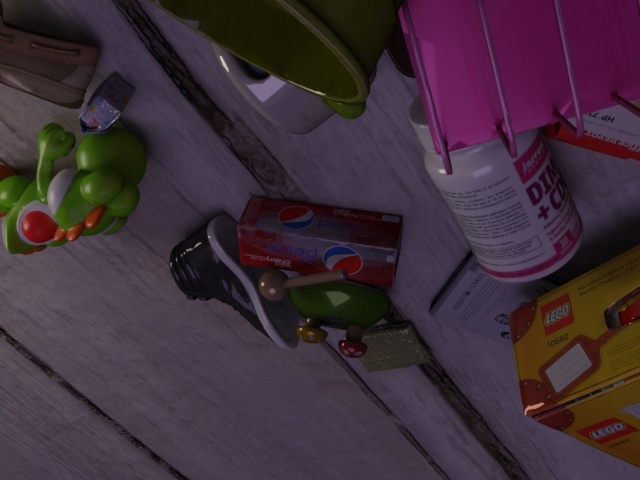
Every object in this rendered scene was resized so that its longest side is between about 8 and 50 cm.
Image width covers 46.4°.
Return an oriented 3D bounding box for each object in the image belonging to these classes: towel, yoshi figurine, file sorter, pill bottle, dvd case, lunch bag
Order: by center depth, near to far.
[{"bbox_3d":[0.241,-0.204,0.779,0.291,0.182,0.202,-15,109,11],"label":"file sorter"},{"bbox_3d":[0.241,-0.090,1.030,0.160,0.160,0.283,-17,125,29],"label":"pill bottle"},{"bbox_3d":[-0.332,-0.205,1.150,0.083,0.071,0.053,-31,122,33],"label":"lunch bag"},{"bbox_3d":[-0.410,-0.090,1.247,0.362,0.203,0.203,-7,90,39],"label":"yoshi figurine"},{"bbox_3d":[0.332,0.111,1.282,0.239,0.029,0.179,23,134,-5],"label":"dvd case"},{"bbox_3d":[0.127,0.205,1.429,0.148,0.027,0.110,-16,125,29],"label":"towel"}]

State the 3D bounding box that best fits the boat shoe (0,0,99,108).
[{"bbox_3d":[-0.480,-0.293,1.033,0.341,0.121,0.110,18,103,-37],"label":"boat shoe"}]

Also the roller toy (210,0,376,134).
[{"bbox_3d":[-0.038,-0.238,0.940,0.146,0.209,0.191,-36,122,21],"label":"roller toy"}]

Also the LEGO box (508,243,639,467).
[{"bbox_3d":[0.594,0.143,1.074,0.372,0.193,0.500,28,134,-29],"label":"LEGO box"}]

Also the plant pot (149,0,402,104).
[{"bbox_3d":[-0.025,-0.368,0.666,0.366,0.366,0.353,31,90,-13],"label":"plant pot"}]

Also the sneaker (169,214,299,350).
[{"bbox_3d":[-0.157,0.092,1.360,0.147,0.104,0.295,-18,119,31],"label":"sneaker"}]

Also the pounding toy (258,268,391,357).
[{"bbox_3d":[0.012,0.132,1.269,0.183,0.110,0.237,0,160,31],"label":"pounding toy"}]

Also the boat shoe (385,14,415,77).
[{"bbox_3d":[0.075,-0.294,0.911,0.095,0.095,0.257,14,146,39],"label":"boat shoe"}]

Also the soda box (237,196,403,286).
[{"bbox_3d":[0.000,0.000,1.236,0.263,0.083,0.092,9,134,9],"label":"soda box"}]

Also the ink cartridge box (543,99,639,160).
[{"bbox_3d":[0.390,-0.188,0.955,0.134,0.078,0.231,16,134,1],"label":"ink cartridge box"}]
